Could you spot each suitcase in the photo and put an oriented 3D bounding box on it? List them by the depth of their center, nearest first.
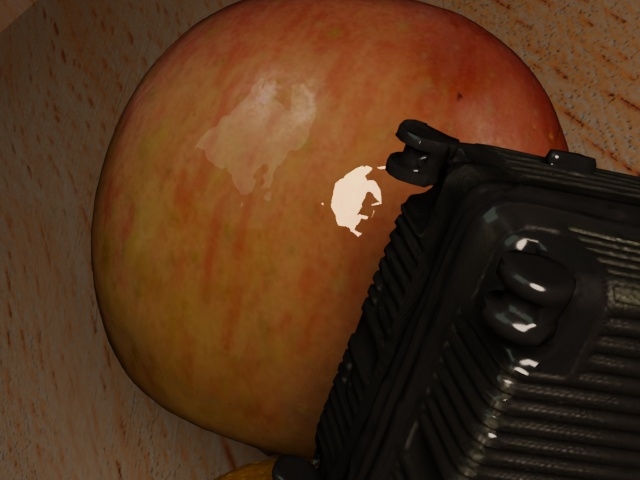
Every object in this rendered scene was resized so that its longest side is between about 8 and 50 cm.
[{"bbox_3d":[0.167,0.098,0.468,0.152,0.335,0.230,-114,39,-57],"label":"suitcase"}]

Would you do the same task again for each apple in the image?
[{"bbox_3d":[0.000,0.000,0.743,0.363,0.364,0.364,-24,41,23],"label":"apple"}]

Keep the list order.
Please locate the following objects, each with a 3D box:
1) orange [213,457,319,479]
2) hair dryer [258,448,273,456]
[{"bbox_3d":[-0.011,0.257,0.579,0.264,0.264,0.264,-24,41,23],"label":"orange"},{"bbox_3d":[-0.015,0.174,0.847,0.114,0.037,0.063,29,77,44],"label":"hair dryer"}]
